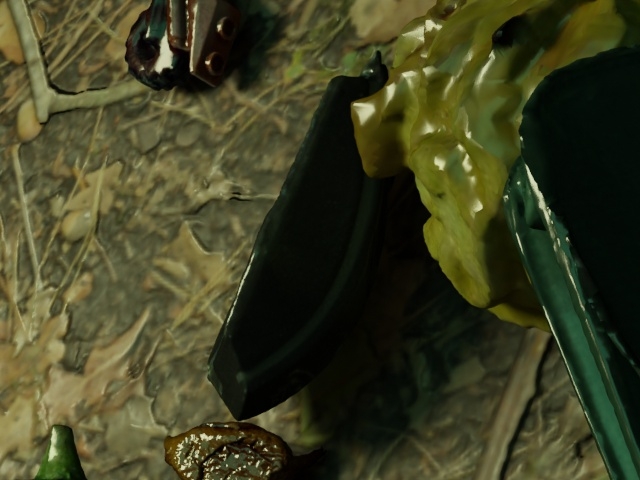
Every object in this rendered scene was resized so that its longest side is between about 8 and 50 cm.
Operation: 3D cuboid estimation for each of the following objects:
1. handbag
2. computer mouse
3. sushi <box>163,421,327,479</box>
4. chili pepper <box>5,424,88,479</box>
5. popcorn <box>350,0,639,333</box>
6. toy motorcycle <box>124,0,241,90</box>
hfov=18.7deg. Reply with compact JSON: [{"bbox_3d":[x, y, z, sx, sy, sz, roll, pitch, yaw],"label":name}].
[{"bbox_3d":[0.253,0.006,0.789,0.326,0.089,0.238,-14,61,-11],"label":"handbag"},{"bbox_3d":[0.003,0.000,1.099,0.071,0.126,0.231,24,69,0],"label":"computer mouse"},{"bbox_3d":[-0.049,0.128,1.097,0.099,0.047,0.050,10,80,23],"label":"sushi"},{"bbox_3d":[-0.162,0.235,1.076,0.136,0.099,0.270,-10,61,43],"label":"chili pepper"},{"bbox_3d":[0.135,-0.077,0.980,0.266,0.192,0.233,1,63,35],"label":"popcorn"},{"bbox_3d":[-0.061,-0.198,1.286,0.118,0.084,0.213,9,76,39],"label":"toy motorcycle"}]
